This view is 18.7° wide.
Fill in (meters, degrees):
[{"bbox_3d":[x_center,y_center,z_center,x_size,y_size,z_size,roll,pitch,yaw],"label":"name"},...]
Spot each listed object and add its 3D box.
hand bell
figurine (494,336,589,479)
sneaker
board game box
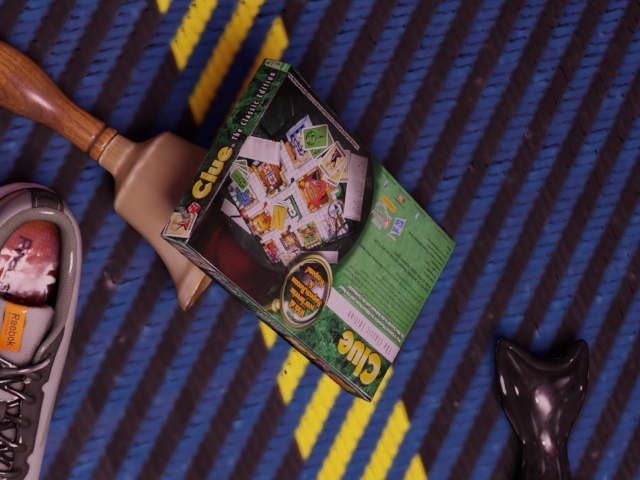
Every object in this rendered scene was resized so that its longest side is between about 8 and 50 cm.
[{"bbox_3d":[-0.156,-0.071,1.321,0.242,0.126,0.126,34,78,1],"label":"hand bell"},{"bbox_3d":[0.231,0.168,1.414,0.215,0.092,0.209,-3,83,-17],"label":"figurine"},{"bbox_3d":[-0.218,0.091,1.278,0.100,0.108,0.271,12,85,-17],"label":"sneaker"},{"bbox_3d":[0.000,0.000,1.304,0.136,0.030,0.260,-62,142,-13],"label":"board game box"}]
